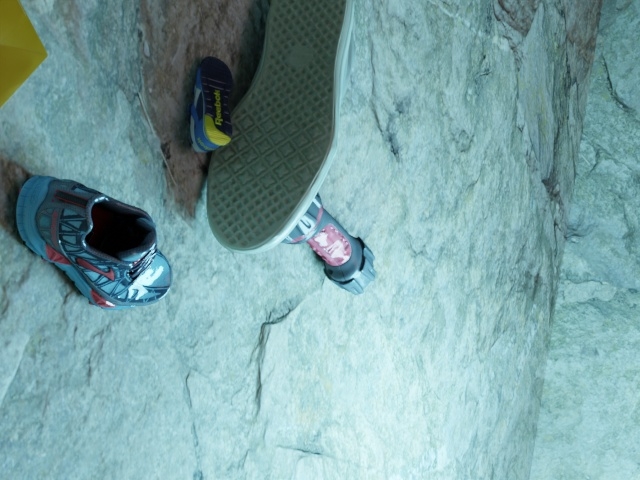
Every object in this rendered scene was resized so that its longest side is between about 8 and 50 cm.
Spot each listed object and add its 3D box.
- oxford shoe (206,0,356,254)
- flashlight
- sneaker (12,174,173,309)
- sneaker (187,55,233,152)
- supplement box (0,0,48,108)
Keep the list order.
[{"bbox_3d":[-0.043,-0.179,1.652,0.130,0.169,0.449,80,23,-68],"label":"oxford shoe"},{"bbox_3d":[0.000,0.000,1.793,0.103,0.103,0.304,-52,145,-6],"label":"flashlight"},{"bbox_3d":[-0.235,0.015,1.339,0.262,0.125,0.104,41,58,-55],"label":"sneaker"},{"bbox_3d":[-0.152,-0.182,1.552,0.053,0.059,0.144,18,58,-29],"label":"sneaker"},{"bbox_3d":[-0.381,-0.154,0.987,0.191,0.194,0.129,-61,143,-38],"label":"supplement box"}]
